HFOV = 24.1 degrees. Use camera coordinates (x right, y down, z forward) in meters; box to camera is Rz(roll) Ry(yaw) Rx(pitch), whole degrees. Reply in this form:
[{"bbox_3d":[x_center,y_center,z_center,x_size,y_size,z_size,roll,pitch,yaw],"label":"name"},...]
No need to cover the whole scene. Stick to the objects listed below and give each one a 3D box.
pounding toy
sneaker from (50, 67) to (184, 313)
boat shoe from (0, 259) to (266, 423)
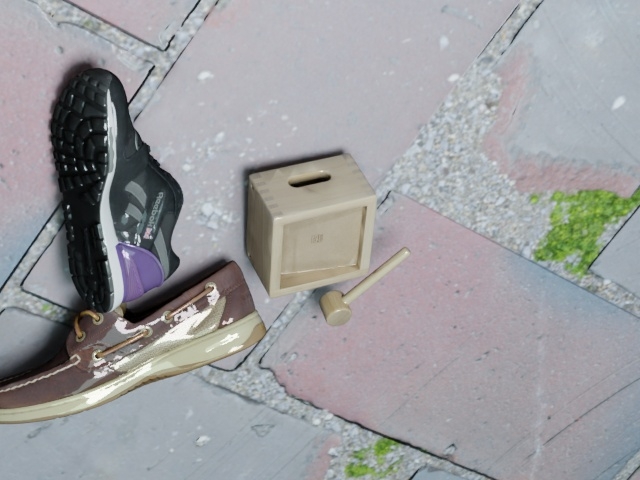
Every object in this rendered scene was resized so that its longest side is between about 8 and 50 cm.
[{"bbox_3d":[0.008,0.002,1.774,0.181,0.094,0.206,-13,136,-19],"label":"pounding toy"},{"bbox_3d":[-0.215,-0.067,1.649,0.124,0.107,0.283,-23,129,-36],"label":"sneaker"},{"bbox_3d":[-0.240,0.113,1.750,0.342,0.123,0.123,-19,98,-4],"label":"boat shoe"}]
